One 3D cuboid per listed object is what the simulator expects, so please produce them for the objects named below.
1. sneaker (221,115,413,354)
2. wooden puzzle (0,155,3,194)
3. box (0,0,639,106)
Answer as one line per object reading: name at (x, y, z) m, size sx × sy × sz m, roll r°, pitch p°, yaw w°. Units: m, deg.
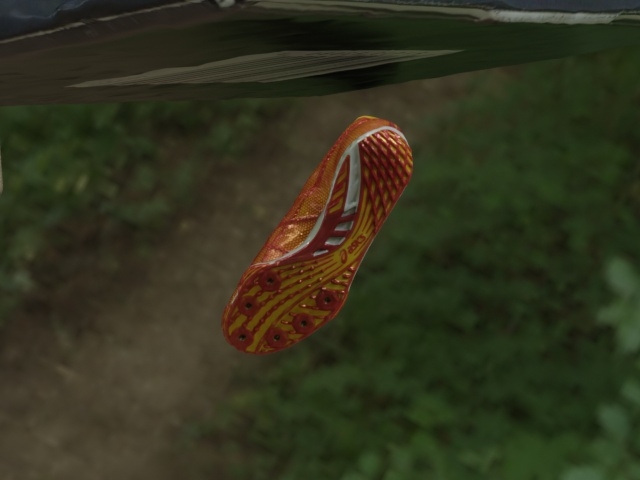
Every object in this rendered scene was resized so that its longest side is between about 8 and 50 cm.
sneaker at (0.000, 0.000, 1.264) m, size 0.064 × 0.175 × 0.067 m, roll 37°, pitch 5°, yaw -15°
wooden puzzle at (-0.340, -0.163, 1.771) m, size 0.081 × 0.322 × 0.348 m, roll -4°, pitch -11°, yaw -13°
box at (-0.043, -0.310, 0.909) m, size 0.297 × 0.471 × 0.480 m, roll -6°, pitch 1°, yaw 34°
